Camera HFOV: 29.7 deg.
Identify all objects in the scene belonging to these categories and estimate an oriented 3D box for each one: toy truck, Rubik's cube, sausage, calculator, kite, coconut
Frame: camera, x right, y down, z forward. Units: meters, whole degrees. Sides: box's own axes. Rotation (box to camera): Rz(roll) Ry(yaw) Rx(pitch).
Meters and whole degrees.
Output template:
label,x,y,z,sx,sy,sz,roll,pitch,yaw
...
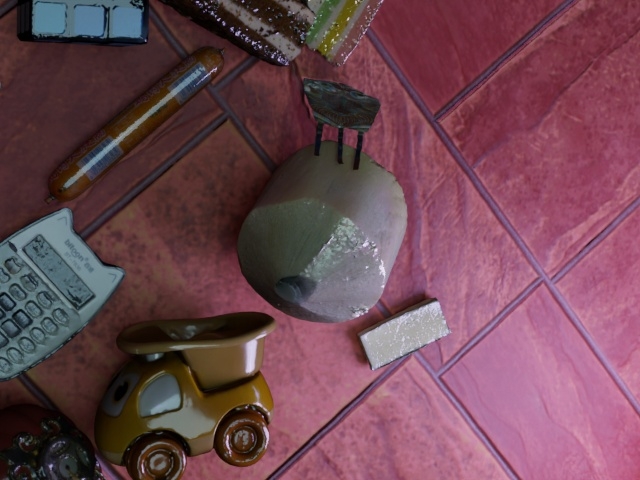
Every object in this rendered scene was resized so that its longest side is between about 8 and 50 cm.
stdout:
label,x,y,z,sx,sy,sz,roll,pitch,yaw
toy truck,-0.193,0.227,1.763,0.288,0.204,0.211,-11,98,-18
Rubik's cube,-0.328,-0.351,1.655,0.162,0.163,0.160,0,98,-21
sausage,-0.269,-0.171,1.759,0.348,0.053,0.053,-42,109,-10
calculator,-0.426,0.085,1.747,0.268,0.040,0.177,-41,108,-9
kite,0.025,-0.174,1.793,0.127,0.229,0.016,14,126,-4
coconut,0.000,0.000,1.772,0.239,0.239,0.244,47,45,-19

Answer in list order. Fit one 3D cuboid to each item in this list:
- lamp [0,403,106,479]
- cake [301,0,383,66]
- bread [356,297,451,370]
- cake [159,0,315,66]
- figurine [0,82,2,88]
label,x,y,z,sx,sy,sz,roll,pitch,yaw
lamp,-0.419,0.345,1.706,0.227,0.227,0.227,-3,99,-19
cake,0.045,-0.384,1.823,0.109,0.090,0.225,26,89,-25
bread,0.135,0.151,1.962,0.153,0.028,0.068,-26,105,-14
cake,-0.120,-0.346,1.724,0.246,0.135,0.112,30,87,-10
figurine,-0.481,-0.250,1.672,0.109,0.064,0.047,49,57,-5
